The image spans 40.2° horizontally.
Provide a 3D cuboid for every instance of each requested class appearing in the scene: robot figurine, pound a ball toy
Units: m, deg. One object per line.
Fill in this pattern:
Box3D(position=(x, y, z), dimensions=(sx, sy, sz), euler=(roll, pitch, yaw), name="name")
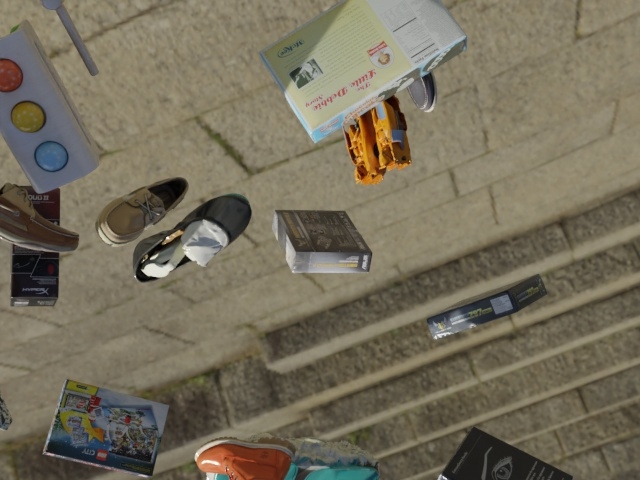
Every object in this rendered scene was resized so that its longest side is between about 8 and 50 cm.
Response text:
Box3D(position=(0.106, -0.277, 1.877), dimensions=(0.085, 0.290, 0.211), euler=(-8, 169, -31), name="robot figurine")
Box3D(position=(-0.478, -0.263, 1.515), dimensions=(0.208, 0.135, 0.319), euler=(-23, 119, 0), name="pound a ball toy")

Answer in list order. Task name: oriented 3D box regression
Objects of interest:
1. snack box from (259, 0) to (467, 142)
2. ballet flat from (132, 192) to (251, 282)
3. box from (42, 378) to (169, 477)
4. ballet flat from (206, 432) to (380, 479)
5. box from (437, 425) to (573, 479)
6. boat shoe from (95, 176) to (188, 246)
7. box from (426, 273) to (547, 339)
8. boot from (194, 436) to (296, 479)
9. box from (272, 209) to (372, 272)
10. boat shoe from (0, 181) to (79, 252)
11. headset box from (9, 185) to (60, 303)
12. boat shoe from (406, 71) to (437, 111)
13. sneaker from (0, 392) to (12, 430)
Box3D(position=(0.075, -0.337, 1.554), dimensions=(0.322, 0.187, 0.060), euler=(-32, 165, 0), name="snack box")
Box3D(position=(-0.235, 0.011, 1.573), dimensions=(0.280, 0.096, 0.095), euler=(-27, 122, 33), name="ballet flat")
Box3D(position=(-0.459, 0.407, 1.884), dimensions=(0.233, 0.159, 0.044), euler=(19, 156, -18), name="box")
Box3D(position=(-0.066, 0.447, 1.736), dimensions=(0.409, 0.147, 0.147), euler=(15, 144, -36), name="ballet flat")
Box3D(position=(0.326, 0.458, 1.581), dimensions=(0.153, 0.207, 0.108), euler=(-38, 145, -48), name="box")
Box3D(position=(-0.431, -0.082, 2.137), dimensions=(0.098, 0.109, 0.302), euler=(-31, -175, 34), name="boat shoe")
Box3D(position=(0.390, 0.154, 2.050), dimensions=(0.233, 0.059, 0.183), euler=(-24, 175, 37), name="box")
Box3D(position=(-0.119, 0.332, 1.264), dimensions=(0.158, 0.084, 0.059), euler=(-7, 135, 23), name="boot")
Box3D(position=(0.000, 0.000, 2.033), dimensions=(0.183, 0.231, 0.056), euler=(0, 116, -16), name="box")
Box3D(position=(-0.646, -0.060, 1.804), dimensions=(0.324, 0.116, 0.123), euler=(21, 177, -32), name="boat shoe")
Box3D(position=(-0.687, 0.005, 2.100), dimensions=(0.110, 0.293, 0.218), euler=(1, 169, -20), name="headset box")
Box3D(position=(0.170, -0.350, 1.747), dimensions=(0.065, 0.206, 0.075), euler=(-12, 170, -36), name="boat shoe")
Box3D(position=(-0.653, 0.327, 1.344), dimensions=(0.410, 0.182, 0.158), euler=(-34, -170, -31), name="sneaker")
